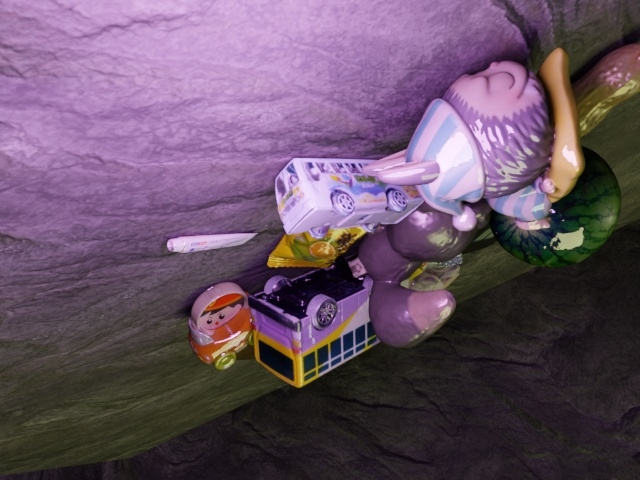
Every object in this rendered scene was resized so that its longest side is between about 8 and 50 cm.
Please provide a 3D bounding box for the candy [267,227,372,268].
[{"bbox_3d":[0.000,0.000,1.340,0.187,0.081,0.297,8,150,-24],"label":"candy"}]

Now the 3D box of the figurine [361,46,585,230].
[{"bbox_3d":[0.270,-0.162,1.099,0.377,0.267,0.361,-3,148,9],"label":"figurine"}]

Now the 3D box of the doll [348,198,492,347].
[{"bbox_3d":[0.257,0.035,1.353,0.252,0.379,0.382,-8,165,-37],"label":"doll"}]

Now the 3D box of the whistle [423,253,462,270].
[{"bbox_3d":[0.335,0.049,1.796,0.222,0.123,0.123,4,160,4],"label":"whistle"}]

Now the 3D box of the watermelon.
[{"bbox_3d":[0.613,-0.091,1.522,0.363,0.363,0.363,-22,161,-8],"label":"watermelon"}]

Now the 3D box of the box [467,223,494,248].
[{"bbox_3d":[0.550,-0.062,1.884,0.350,0.091,0.359,-13,157,-33],"label":"box"}]

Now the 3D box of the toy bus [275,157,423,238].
[{"bbox_3d":[0.058,-0.091,1.136,0.329,0.136,0.109,-6,155,-44],"label":"toy bus"}]

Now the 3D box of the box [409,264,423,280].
[{"bbox_3d":[0.172,0.109,1.795,0.279,0.153,0.041,-41,-164,37],"label":"box"}]

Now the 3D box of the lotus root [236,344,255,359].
[{"bbox_3d":[-0.180,0.286,1.756,0.314,0.142,0.210,-33,-178,39],"label":"lotus root"}]

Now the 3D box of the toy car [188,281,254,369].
[{"bbox_3d":[-0.265,0.207,1.529,0.235,0.145,0.235,-23,136,-25],"label":"toy car"}]

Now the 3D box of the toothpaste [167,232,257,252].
[{"bbox_3d":[-0.224,0.004,1.201,0.052,0.033,0.218,-35,162,36],"label":"toothpaste"}]

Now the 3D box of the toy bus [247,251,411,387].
[{"bbox_3d":[0.041,0.199,1.566,0.439,0.209,0.250,-21,118,-39],"label":"toy bus"}]

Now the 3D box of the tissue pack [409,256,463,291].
[{"bbox_3d":[0.287,0.181,2.039,0.375,0.195,0.390,-10,157,-46],"label":"tissue pack"}]

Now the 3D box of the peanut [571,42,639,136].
[{"bbox_3d":[0.613,-0.322,1.252,0.125,0.111,0.274,-9,156,-48],"label":"peanut"}]
